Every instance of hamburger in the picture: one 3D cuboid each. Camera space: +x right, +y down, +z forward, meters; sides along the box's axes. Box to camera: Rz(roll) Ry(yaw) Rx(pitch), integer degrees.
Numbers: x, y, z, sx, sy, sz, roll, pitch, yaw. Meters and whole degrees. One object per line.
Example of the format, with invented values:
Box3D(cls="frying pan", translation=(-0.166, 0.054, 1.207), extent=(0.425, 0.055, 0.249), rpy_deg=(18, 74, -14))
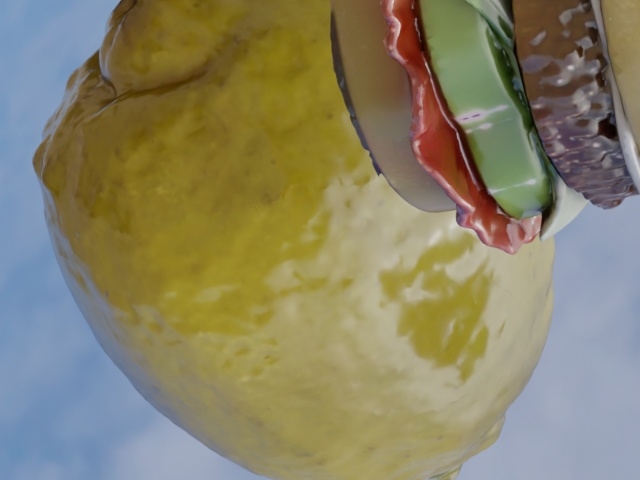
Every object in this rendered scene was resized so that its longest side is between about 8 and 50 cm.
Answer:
Box3D(cls="hamburger", translation=(0.091, -0.081, 0.646), extent=(0.137, 0.175, 0.175), rpy_deg=(0, -118, 27))

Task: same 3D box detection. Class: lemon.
Box3D(cls="lemon", translation=(-0.003, -0.006, 1.099), extent=(0.285, 0.316, 0.285), rpy_deg=(-57, -166, 22))
